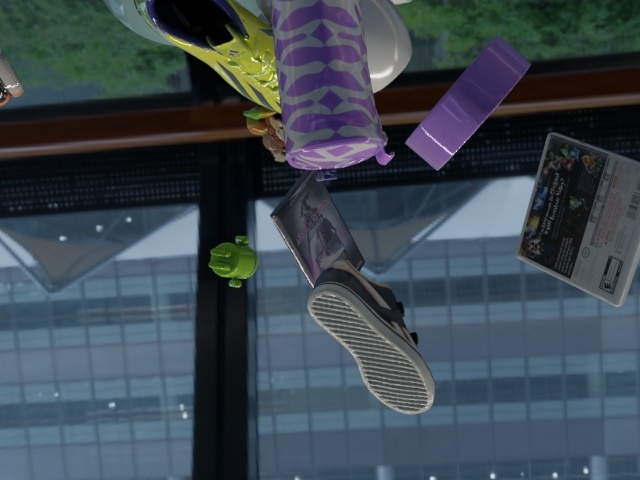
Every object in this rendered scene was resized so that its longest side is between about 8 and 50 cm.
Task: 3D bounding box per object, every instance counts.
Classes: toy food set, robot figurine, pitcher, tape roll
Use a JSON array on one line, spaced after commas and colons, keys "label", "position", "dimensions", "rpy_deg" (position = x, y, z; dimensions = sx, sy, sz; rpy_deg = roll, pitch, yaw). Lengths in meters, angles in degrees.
[{"label": "toy food set", "position": [-0.102, -0.232, 1.699], "dimensions": [0.132, 0.192, 0.038], "rpy_deg": [13, -131, 43]}, {"label": "robot figurine", "position": [-0.166, 0.040, 1.553], "dimensions": [0.067, 0.101, 0.115], "rpy_deg": [5, 176, 29]}, {"label": "pitcher", "position": [0.013, -0.271, 1.010], "dimensions": [0.125, 0.207, 0.178], "rpy_deg": [-29, -152, 40]}, {"label": "tape roll", "position": [0.289, -0.270, 1.585], "dimensions": [0.090, 0.275, 0.275], "rpy_deg": [40, -171, 0]}]

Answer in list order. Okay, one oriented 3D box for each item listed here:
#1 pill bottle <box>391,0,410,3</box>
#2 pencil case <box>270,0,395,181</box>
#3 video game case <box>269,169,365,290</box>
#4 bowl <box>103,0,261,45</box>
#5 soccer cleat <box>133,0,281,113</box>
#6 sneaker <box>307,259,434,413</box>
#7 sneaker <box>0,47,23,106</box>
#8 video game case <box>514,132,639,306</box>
[{"label": "pill bottle", "position": [0.108, -0.589, 1.862], "dimensions": [0.208, 0.119, 0.119], "rpy_deg": [0, -173, 32]}, {"label": "pencil case", "position": [0.006, -0.156, 0.643], "dimensions": [0.088, 0.206, 0.086], "rpy_deg": [-6, 175, -9]}, {"label": "video game case", "position": [0.000, 0.000, 1.789], "dimensions": [0.026, 0.274, 0.196], "rpy_deg": [-10, -150, 35]}, {"label": "bowl", "position": [-0.212, -0.463, 1.194], "dimensions": [0.311, 0.312, 0.163], "rpy_deg": [-4, 178, 1]}, {"label": "soccer cleat", "position": [-0.087, -0.216, 0.919], "dimensions": [0.289, 0.093, 0.121], "rpy_deg": [30, -168, -26]}, {"label": "sneaker", "position": [0.107, 0.166, 1.438], "dimensions": [0.126, 0.321, 0.127], "rpy_deg": [-24, -155, 29]}, {"label": "sneaker", "position": [-0.656, -0.346, 1.346], "dimensions": [0.180, 0.321, 0.124], "rpy_deg": [-30, -151, -12]}, {"label": "video game case", "position": [0.360, -0.031, 1.090], "dimensions": [0.022, 0.191, 0.173], "rpy_deg": [-11, -150, -41]}]
